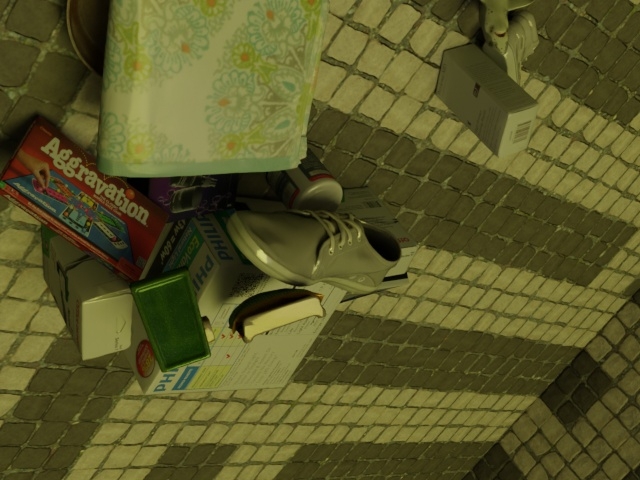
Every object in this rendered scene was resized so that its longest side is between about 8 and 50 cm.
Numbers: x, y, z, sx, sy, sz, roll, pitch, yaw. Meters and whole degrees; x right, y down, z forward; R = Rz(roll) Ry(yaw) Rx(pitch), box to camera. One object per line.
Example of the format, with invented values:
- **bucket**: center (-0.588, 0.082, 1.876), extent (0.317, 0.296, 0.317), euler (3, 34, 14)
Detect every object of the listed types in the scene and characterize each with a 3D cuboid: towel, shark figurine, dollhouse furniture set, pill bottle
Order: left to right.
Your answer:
- **towel**: center (-0.167, -0.262, 1.483), extent (0.374, 0.090, 0.321), euler (-6, 117, -34)
- **dollhouse furniture set**: center (-0.160, 0.091, 1.588), extent (0.301, 0.197, 0.151), euler (-18, 98, -11)
- **pill bottle**: center (-0.046, -0.125, 1.789), extent (0.108, 0.180, 0.108), euler (-23, 142, -19)
- **shark figurine**: center (0.374, -0.490, 1.843), extent (0.278, 0.166, 0.116), euler (-45, 173, -19)

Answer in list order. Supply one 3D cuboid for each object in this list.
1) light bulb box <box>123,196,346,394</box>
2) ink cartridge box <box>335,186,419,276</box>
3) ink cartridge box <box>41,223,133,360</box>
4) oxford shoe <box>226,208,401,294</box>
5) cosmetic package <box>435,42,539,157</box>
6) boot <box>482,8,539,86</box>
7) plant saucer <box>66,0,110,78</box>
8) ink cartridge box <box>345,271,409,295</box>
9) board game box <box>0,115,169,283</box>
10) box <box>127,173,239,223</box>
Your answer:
- **light bulb box**: center (-0.180, 0.113, 1.898), extent (0.361, 0.225, 0.358), euler (5, 127, -42)
- **ink cartridge box**: center (0.088, -0.015, 1.998), extent (0.153, 0.208, 0.087), euler (-7, 134, -35)
- **ink cartridge box**: center (-0.420, 0.079, 1.662), extent (0.092, 0.219, 0.160), euler (-15, 138, -27)
- **oxford shoe**: center (0.000, 0.000, 1.672), extent (0.130, 0.169, 0.449), euler (-44, 149, 22)
- **cosmetic package**: center (0.334, -0.287, 1.889), extent (0.085, 0.231, 0.117), euler (-20, 140, -24)
- **boot**: center (0.417, -0.376, 1.983), extent (0.123, 0.095, 0.258), euler (-44, 155, -11)
- **plant saucer**: center (-0.251, -0.379, 1.449), extent (0.310, 0.050, 0.311), euler (-23, 141, -20)
- **ink cartridge box**: center (0.039, 0.112, 2.136), extent (0.165, 0.065, 0.332), euler (-8, 171, -35)
- **board game box**: center (-0.387, -0.063, 1.535), extent (0.027, 0.145, 0.281), euler (-16, 134, 45)
- **box**: center (-0.238, -0.166, 1.653), extent (0.184, 0.103, 0.261), euler (-17, 139, -30)
